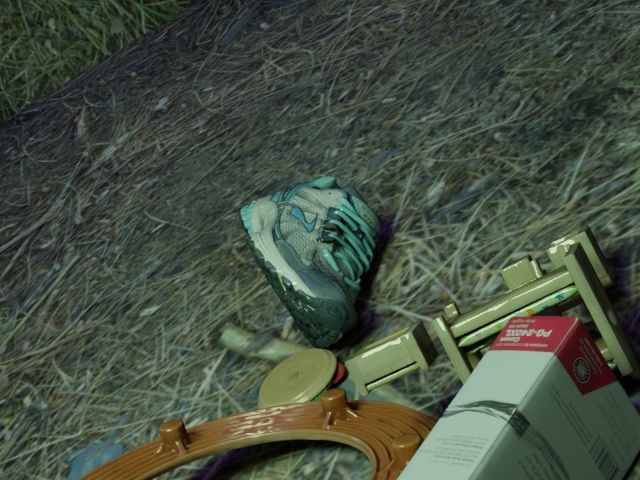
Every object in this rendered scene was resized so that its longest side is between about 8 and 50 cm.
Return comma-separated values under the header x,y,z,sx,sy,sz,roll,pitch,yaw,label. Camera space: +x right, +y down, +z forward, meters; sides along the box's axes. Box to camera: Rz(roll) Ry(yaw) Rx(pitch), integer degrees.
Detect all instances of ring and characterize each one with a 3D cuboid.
x,y,z,sx,sy,sz,roll,pitch,yaw,label
-0.070,0.181,0.965,0.337,0.032,0.336,-13,13,3,ring

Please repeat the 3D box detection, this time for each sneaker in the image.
x,y,z,sx,sy,sz,roll,pitch,yaw,label
0.000,0.000,1.266,0.122,0.110,0.283,-31,24,0,sneaker

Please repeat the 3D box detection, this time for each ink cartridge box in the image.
x,y,z,sx,sy,sz,roll,pitch,yaw,label
0.129,0.137,0.836,0.063,0.109,0.150,-1,40,50,ink cartridge box

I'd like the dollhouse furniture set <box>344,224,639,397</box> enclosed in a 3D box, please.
x,y,z,sx,sy,sz,roll,pitch,yaw,label
0.137,0.081,0.997,0.182,0.101,0.161,-27,0,18,dollhouse furniture set

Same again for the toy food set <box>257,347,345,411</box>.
x,y,z,sx,sy,sz,roll,pitch,yaw,label
-0.018,0.125,1.159,0.083,0.020,0.083,-33,23,2,toy food set
